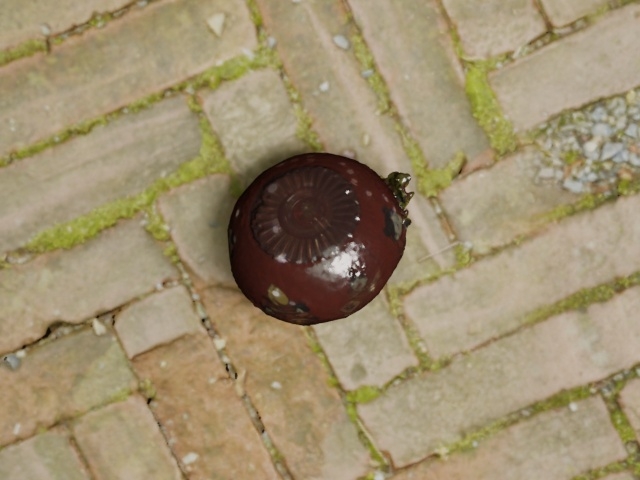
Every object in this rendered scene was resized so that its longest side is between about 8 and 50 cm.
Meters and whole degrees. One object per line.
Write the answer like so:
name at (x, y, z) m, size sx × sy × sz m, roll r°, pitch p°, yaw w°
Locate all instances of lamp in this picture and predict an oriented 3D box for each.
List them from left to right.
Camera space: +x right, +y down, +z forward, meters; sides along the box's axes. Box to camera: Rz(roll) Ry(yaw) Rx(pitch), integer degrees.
lamp at (-0.001, 0.005, 1.125) m, size 0.157 × 0.135 × 0.156 m, roll 13°, pitch 67°, yaw 17°
